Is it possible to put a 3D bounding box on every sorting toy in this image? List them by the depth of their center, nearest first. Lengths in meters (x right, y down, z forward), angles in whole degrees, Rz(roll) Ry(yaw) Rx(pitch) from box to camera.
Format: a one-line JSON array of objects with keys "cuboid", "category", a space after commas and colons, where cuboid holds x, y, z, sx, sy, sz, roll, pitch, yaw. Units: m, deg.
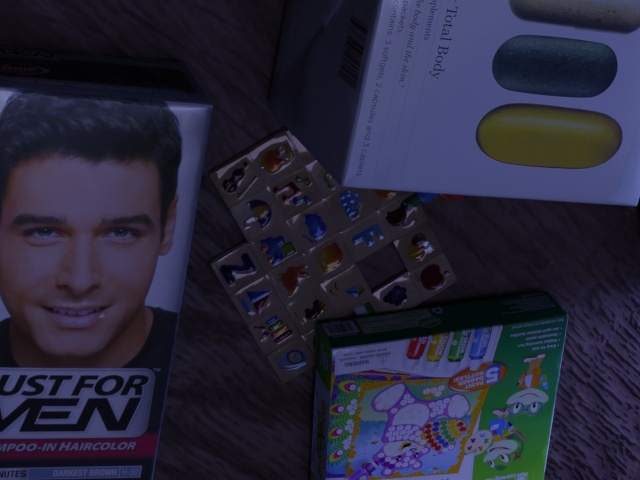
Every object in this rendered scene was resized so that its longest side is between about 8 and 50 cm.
[{"cuboid": [0.092, -0.059, 1.203, 0.102, 0.061, 0.042, 30, 130, -32], "category": "sorting toy"}]

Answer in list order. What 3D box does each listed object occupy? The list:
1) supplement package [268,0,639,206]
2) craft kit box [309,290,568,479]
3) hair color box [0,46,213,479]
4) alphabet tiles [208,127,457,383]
[{"cuboid": [0.124, -0.159, 1.074, 0.263, 0.198, 0.199, 3, 113, -22], "category": "supplement package"}, {"cuboid": [0.113, 0.181, 1.328, 0.250, 0.061, 0.246, -7, 122, -17], "category": "craft kit box"}, {"cuboid": [-0.217, 0.036, 1.103, 0.185, 0.113, 0.374, 2, 114, -20], "category": "hair color box"}, {"cuboid": [0.000, 0.000, 1.225, 0.198, 0.009, 0.237, -30, 122, -3], "category": "alphabet tiles"}]
